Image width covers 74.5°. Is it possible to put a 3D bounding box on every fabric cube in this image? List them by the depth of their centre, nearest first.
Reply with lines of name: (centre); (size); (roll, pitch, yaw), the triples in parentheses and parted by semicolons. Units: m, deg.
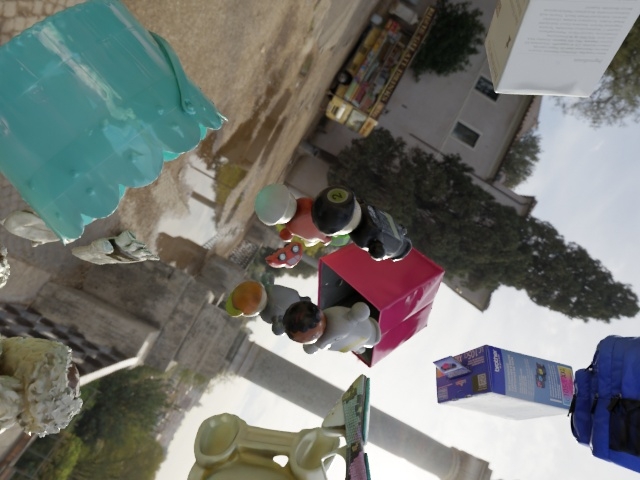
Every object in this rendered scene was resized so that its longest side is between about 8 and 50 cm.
fabric cube: (0.166, 0.162, 1.256); (0.258, 0.254, 0.259); (-26, 136, -31)

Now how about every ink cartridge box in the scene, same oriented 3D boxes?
ink cartridge box: (0.553, 0.455, 1.337); (0.270, 0.395, 0.151); (130, -29, -54)

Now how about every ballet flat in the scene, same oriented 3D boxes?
ballet flat: (0.039, 0.296, 0.598); (0.077, 0.079, 0.222); (78, 10, -49)

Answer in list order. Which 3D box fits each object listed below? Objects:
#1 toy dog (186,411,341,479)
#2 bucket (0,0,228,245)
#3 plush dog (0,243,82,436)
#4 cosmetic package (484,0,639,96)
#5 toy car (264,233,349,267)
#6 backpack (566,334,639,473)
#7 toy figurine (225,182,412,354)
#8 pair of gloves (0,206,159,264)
toy dog: (-0.111, 0.589, 0.754); (0.395, 0.284, 0.408); (-109, -157, -84)
bucket: (-0.281, -0.150, 0.540); (0.281, 0.183, 0.281); (-31, -158, 14)
plush dog: (-0.375, 0.140, 0.367); (0.225, 0.210, 0.263); (-120, -165, -63)
cosmetic package: (0.358, -0.341, 0.638); (0.184, 0.151, 0.151); (89, 7, -55)
toy car: (0.000, 0.000, 1.079); (0.224, 0.053, 0.239); (-15, -163, 30)
backpack: (0.298, 0.150, 0.398); (0.101, 0.097, 0.120); (-4, -110, 57)
toy figurine: (-0.012, 0.034, 0.551); (0.213, 0.148, 0.210); (15, -96, 50)
pair of gloves: (-0.459, -0.001, 0.808); (0.240, 0.204, 0.042); (44, 43, -55)
